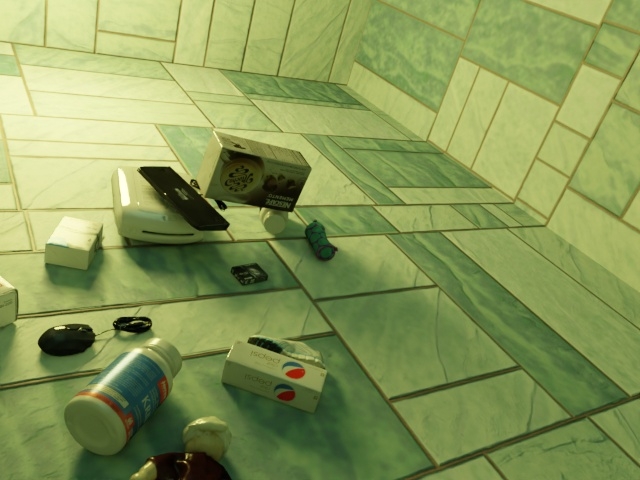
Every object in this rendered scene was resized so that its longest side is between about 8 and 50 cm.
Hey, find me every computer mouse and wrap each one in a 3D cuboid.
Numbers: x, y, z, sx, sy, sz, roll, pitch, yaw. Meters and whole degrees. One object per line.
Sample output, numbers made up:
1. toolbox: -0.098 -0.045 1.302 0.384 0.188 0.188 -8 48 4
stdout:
1. computer mouse: -0.479 0.193 1.228 0.242 0.041 0.071 -11 39 -42

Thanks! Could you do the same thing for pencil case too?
1. pencil case: 0.000 0.000 1.804 0.070 0.065 0.152 -17 37 -8

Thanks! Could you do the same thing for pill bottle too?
1. pill bottle: -0.354 0.278 1.061 0.124 0.124 0.221 23 30 9
2. pill bottle: -0.152 -0.093 1.851 0.094 0.094 0.169 10 29 -13

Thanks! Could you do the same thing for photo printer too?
1. photo printer: -0.473 -0.099 1.668 0.255 0.107 0.308 4 32 -26

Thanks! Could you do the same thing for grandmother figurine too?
1. grandmother figurine: -0.213 0.421 0.929 0.207 0.104 0.342 40 21 -17

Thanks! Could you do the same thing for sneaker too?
1. sneaker: -0.079 0.260 1.318 0.190 0.072 0.083 23 22 -7

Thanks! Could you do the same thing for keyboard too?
1. keyboard: -0.371 -0.123 1.634 0.317 0.033 0.201 42 30 28

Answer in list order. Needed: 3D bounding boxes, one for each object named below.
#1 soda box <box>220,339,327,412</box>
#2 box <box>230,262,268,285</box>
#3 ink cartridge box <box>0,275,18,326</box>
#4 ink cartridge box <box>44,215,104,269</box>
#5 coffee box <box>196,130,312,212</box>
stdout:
1. soda box: -0.100 0.294 1.233 0.215 0.069 0.074 18 29 2
2. box: -0.197 0.093 1.581 0.083 0.018 0.067 -9 38 -39
3. ink cartridge box: -0.757 0.108 1.170 0.217 0.092 0.158 29 31 23
4. ink cartridge box: -0.628 -0.005 1.469 0.104 0.060 0.180 11 29 -11
5. coffee box: -0.198 -0.201 1.711 0.296 0.168 0.119 9 31 -32
